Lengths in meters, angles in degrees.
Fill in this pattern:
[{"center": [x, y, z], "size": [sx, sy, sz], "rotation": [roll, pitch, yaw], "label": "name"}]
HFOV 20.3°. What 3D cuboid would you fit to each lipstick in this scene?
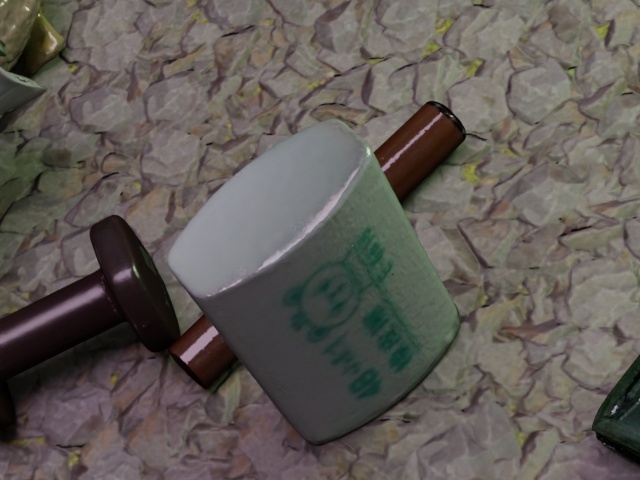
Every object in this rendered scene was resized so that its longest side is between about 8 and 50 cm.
[{"center": [0.000, 0.000, 1.703], "size": [0.356, 0.057, 0.057], "rotation": [-43, 55, -12], "label": "lipstick"}]

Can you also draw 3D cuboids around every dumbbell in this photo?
[{"center": [-0.255, 0.081, 1.697], "size": [0.225, 0.124, 0.140], "rotation": [-27, 54, 0], "label": "dumbbell"}]

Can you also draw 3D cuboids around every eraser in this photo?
[{"center": [0.003, 0.043, 1.529], "size": [0.189, 0.290, 0.104], "rotation": [-37, 54, -4], "label": "eraser"}]

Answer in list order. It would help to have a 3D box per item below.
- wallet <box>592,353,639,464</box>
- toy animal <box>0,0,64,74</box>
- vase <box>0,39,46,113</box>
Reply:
[{"center": [0.352, 0.101, 1.499], "size": [0.160, 0.055, 0.236], "rotation": [24, 68, 43], "label": "wallet"}, {"center": [-0.431, -0.237, 1.931], "size": [0.226, 0.188, 0.358], "rotation": [27, 72, 32], "label": "toy animal"}, {"center": [-0.455, -0.023, 1.738], "size": [0.250, 0.250, 0.445], "rotation": [28, 83, 32], "label": "vase"}]
